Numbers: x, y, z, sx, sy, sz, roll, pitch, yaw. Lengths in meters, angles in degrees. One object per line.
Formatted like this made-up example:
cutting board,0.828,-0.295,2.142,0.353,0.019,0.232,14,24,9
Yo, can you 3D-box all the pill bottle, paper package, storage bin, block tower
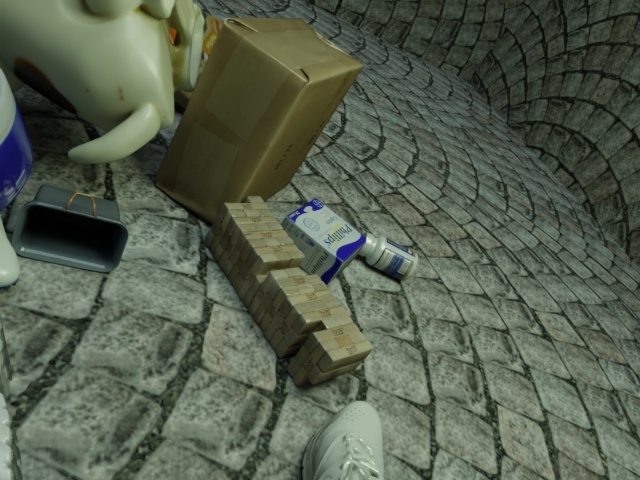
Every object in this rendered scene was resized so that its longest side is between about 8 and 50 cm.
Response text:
pill bottle,0.136,0.031,1.098,0.120,0.067,0.067,27,32,-11
paper package,-0.108,-0.226,0.986,0.168,0.324,0.309,37,31,4
storage bin,-0.341,-0.029,0.736,0.135,0.098,0.091,14,26,-28
block tower,-0.065,0.073,0.839,0.097,0.091,0.335,-4,47,-46

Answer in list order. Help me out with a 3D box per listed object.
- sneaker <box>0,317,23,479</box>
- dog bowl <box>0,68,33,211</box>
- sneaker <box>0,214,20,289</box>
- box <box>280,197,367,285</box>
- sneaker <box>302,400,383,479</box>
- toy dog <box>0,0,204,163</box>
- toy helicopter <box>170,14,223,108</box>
sneaker,-0.352,0.134,0.486,0.115,0.105,0.281,-8,43,-29
dog bowl,-0.477,-0.112,0.592,0.265,0.104,0.264,3,51,-4
sneaker,-0.439,-0.036,0.656,0.085,0.086,0.237,-9,53,-50
box,0.000,0.000,1.013,0.137,0.072,0.126,39,33,8
sneaker,0.032,0.289,0.598,0.111,0.129,0.297,31,30,-1
toy dog,-0.413,-0.300,0.807,0.408,0.395,0.284,5,-9,-1
toy helicopter,-0.276,-0.430,1.277,0.235,0.140,0.355,43,37,-30
